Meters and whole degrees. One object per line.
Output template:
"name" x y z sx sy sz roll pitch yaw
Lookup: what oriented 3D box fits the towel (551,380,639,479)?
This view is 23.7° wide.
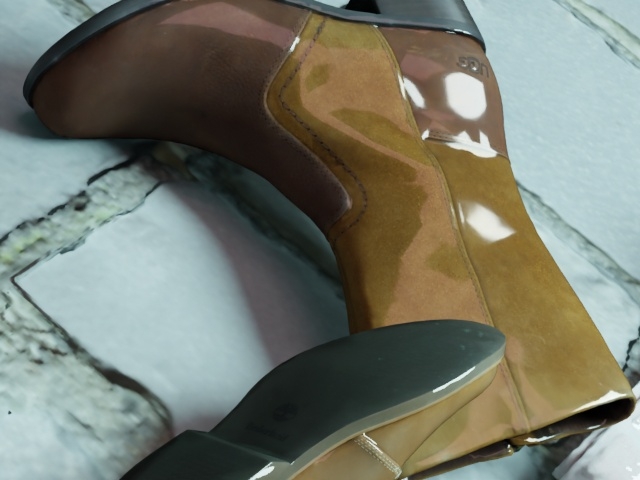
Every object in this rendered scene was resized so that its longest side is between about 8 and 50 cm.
"towel" 0.321 0.177 0.867 0.332 0.053 0.317 43 39 12

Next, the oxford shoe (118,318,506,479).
"oxford shoe" 0.002 0.099 0.683 0.212 0.076 0.076 -29 28 -29

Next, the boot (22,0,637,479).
"boot" 0.000 0.000 0.796 0.264 0.096 0.280 -6 64 -26
